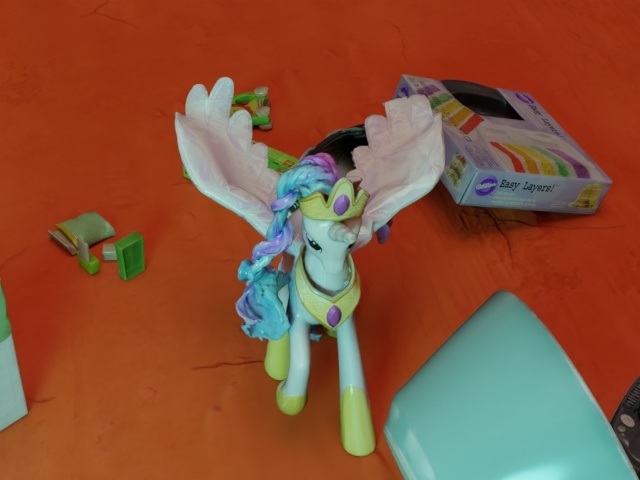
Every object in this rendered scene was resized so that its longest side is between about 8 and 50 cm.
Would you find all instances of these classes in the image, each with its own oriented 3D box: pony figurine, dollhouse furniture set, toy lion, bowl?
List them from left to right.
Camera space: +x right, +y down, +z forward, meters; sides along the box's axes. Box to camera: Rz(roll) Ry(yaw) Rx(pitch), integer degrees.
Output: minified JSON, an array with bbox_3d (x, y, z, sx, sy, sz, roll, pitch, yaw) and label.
[{"bbox_3d":[-0.296,-0.009,1.326,0.076,0.059,0.151,-30,50,-34],"label":"dollhouse furniture set"},{"bbox_3d":[-0.127,-0.204,1.597,0.096,0.034,0.100,-7,40,0],"label":"toy lion"},{"bbox_3d":[0.000,0.000,1.091,0.302,0.364,0.351,-3,40,-6],"label":"pony figurine"},{"bbox_3d":[0.168,0.219,0.926,0.163,0.312,0.312,-27,44,-2],"label":"bowl"}]

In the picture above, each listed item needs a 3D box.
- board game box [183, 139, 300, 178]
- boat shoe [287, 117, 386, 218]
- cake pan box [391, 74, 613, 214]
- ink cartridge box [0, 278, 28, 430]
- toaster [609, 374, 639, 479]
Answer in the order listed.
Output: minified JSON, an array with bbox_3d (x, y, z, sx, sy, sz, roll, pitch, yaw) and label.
[{"bbox_3d":[-0.101,-0.100,1.458,0.181,0.043,0.092,24,44,24],"label":"board game box"},{"bbox_3d":[0.057,-0.111,1.411,0.114,0.091,0.302,40,45,7],"label":"boat shoe"},{"bbox_3d":[0.256,-0.143,1.462,0.245,0.070,0.267,6,35,-27],"label":"cake pan box"},{"bbox_3d":[-0.379,0.126,1.039,0.062,0.209,0.109,34,48,29],"label":"ink cartridge box"},{"bbox_3d":[0.370,0.210,1.026,0.129,0.147,0.227,27,46,26],"label":"toaster"}]
